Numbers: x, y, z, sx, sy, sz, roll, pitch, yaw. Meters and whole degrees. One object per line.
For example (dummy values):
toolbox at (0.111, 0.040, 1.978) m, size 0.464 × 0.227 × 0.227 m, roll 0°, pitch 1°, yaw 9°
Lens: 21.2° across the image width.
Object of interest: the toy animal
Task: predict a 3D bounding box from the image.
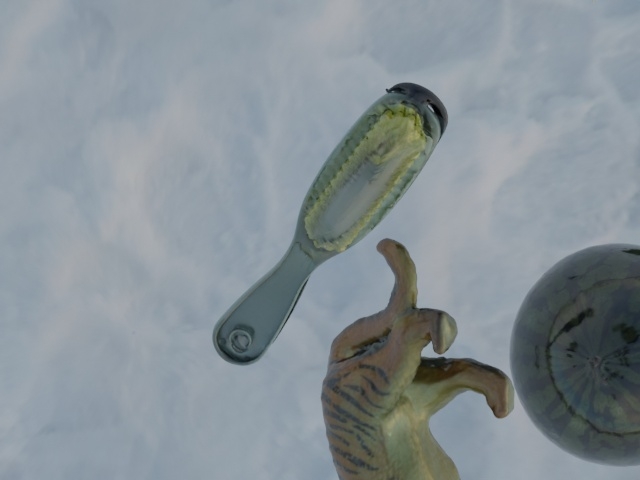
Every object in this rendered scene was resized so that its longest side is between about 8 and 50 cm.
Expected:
toy animal at (0.044, 0.112, 0.792) m, size 0.057 × 0.099 × 0.241 m, roll -31°, pitch 113°, yaw -44°

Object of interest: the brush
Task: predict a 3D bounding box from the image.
brush at (0.000, 0.000, 1.382) m, size 0.068 × 0.060 × 0.297 m, roll 35°, pitch 113°, yaw -5°

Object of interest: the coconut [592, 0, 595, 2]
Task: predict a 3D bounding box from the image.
coconut at (0.077, -0.245, 0.636) m, size 0.309 × 0.297 × 0.297 m, roll 12°, pitch 86°, yaw 4°

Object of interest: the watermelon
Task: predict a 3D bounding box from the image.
watermelon at (0.275, 0.103, 1.552) m, size 0.212 × 0.212 × 0.212 m, roll 0°, pitch 87°, yaw -6°
